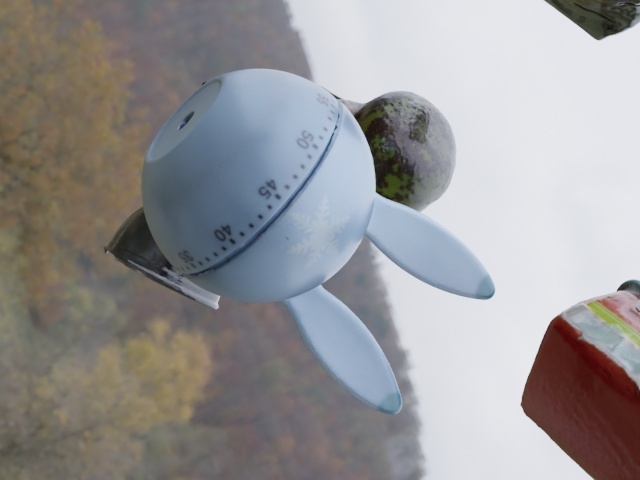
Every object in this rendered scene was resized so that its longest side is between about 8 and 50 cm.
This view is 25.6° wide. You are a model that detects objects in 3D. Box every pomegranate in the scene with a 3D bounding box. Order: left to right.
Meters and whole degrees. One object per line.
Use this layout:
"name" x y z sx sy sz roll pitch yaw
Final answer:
"pomegranate" 0.056 -0.092 1.369 0.163 0.125 0.138 53 -48 20

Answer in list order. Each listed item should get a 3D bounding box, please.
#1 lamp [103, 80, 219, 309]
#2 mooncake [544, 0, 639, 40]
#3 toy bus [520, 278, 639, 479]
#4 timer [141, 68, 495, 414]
"lamp" -0.124 -0.054 1.579 0.147 0.227 0.172 28 -1 -26
"mooncake" 0.302 -0.310 1.215 0.136 0.250 0.254 41 -15 2
"toy bus" 0.261 0.145 0.997 0.265 0.119 0.121 44 -51 41
"timer" -0.015 -0.012 0.986 0.255 0.175 0.175 43 15 -43
